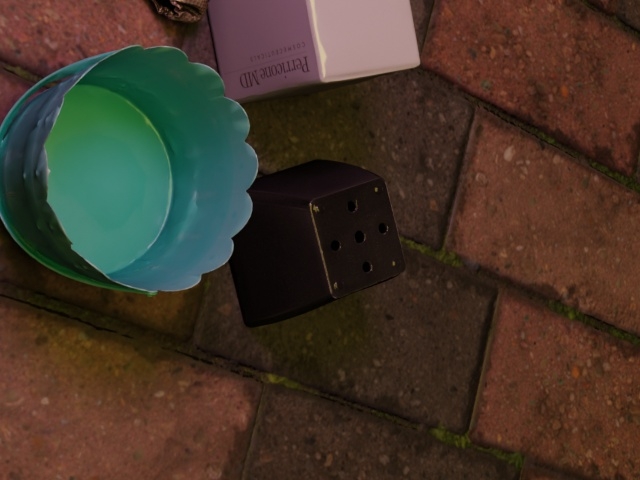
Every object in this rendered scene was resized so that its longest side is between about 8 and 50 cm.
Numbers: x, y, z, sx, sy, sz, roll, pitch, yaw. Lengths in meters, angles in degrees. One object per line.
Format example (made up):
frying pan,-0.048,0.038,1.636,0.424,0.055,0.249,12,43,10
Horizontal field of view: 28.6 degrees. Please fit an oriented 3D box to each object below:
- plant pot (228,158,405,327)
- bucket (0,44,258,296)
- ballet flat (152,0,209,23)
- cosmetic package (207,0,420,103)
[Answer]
plant pot,0.000,0.000,1.619,0.187,0.167,0.188,-19,100,-35
bucket,-0.230,-0.076,1.442,0.281,0.183,0.281,3,85,-36
ballet flat,-0.232,-0.349,1.522,0.250,0.084,0.058,42,63,-34
cosmetic package,-0.041,-0.413,1.571,0.161,0.230,0.453,-14,95,-36
